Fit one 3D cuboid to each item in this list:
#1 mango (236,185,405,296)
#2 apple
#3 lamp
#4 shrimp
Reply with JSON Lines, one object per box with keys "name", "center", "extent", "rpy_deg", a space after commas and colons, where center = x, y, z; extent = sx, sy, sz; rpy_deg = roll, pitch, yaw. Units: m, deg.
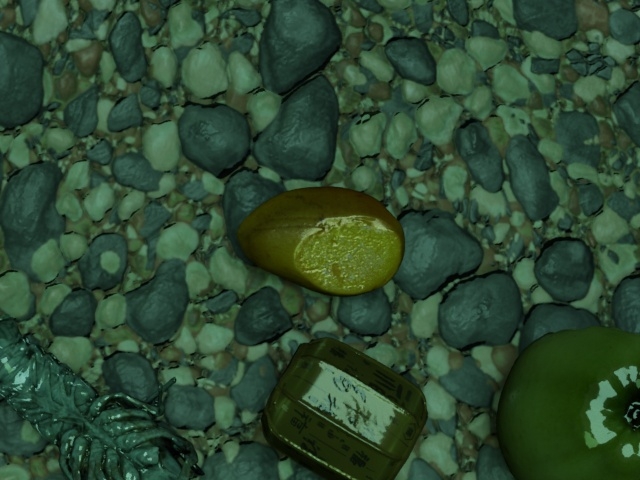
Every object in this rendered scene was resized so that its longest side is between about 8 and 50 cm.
{"name": "mango", "center": [-0.001, 0.000, 1.785], "extent": [0.217, 0.102, 0.141], "rpy_deg": [3, 97, -5]}
{"name": "apple", "center": [0.351, 0.223, 1.701], "extent": [0.279, 0.279, 0.279], "rpy_deg": [3, 73, -8]}
{"name": "lamp", "center": [0.029, 0.217, 1.695], "extent": [0.185, 0.161, 0.161], "rpy_deg": [28, 71, 3]}
{"name": "shrimp", "center": [-0.259, 0.237, 1.648], "extent": [0.410, 0.166, 0.221], "rpy_deg": [37, 73, 16]}
